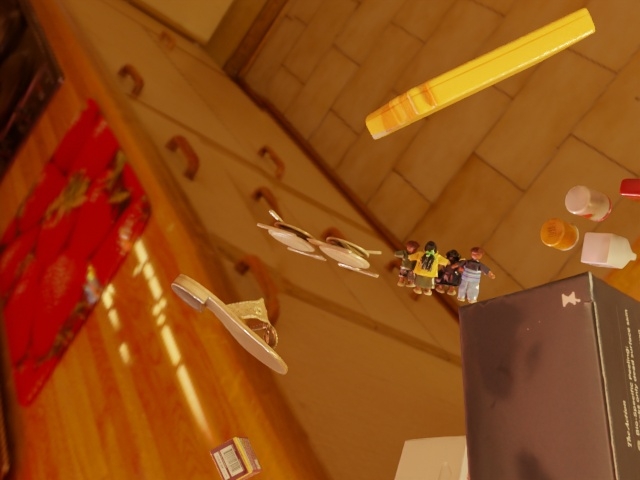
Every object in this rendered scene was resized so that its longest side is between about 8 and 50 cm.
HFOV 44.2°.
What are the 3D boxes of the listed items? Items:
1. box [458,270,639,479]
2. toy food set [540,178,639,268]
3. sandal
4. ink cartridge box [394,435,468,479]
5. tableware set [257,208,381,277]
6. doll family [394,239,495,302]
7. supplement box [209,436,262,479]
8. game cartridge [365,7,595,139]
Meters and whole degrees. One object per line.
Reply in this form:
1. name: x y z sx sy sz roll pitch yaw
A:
1. box: 0.168 0.120 0.482 0.093 0.158 0.156 -19 60 39
2. toy food set: 0.413 -0.015 1.019 0.232 0.104 0.111 4 82 54
3. sandal: -0.129 0.117 1.312 0.079 0.240 0.088 -53 1 -25
4. ink cartridge box: 0.209 0.495 1.306 0.117 0.278 0.201 -9 24 21
5. tableware set: 0.000 0.000 1.312 0.194 0.128 0.039 17 77 31
6. doll family: 0.239 0.052 1.535 0.076 0.193 0.111 -84 3 -76
7. supplement box: -0.118 0.309 1.108 0.043 0.083 0.055 -29 73 -1
8. game cartridge: 0.230 -0.253 1.238 0.285 0.052 0.324 -26 3 -7
